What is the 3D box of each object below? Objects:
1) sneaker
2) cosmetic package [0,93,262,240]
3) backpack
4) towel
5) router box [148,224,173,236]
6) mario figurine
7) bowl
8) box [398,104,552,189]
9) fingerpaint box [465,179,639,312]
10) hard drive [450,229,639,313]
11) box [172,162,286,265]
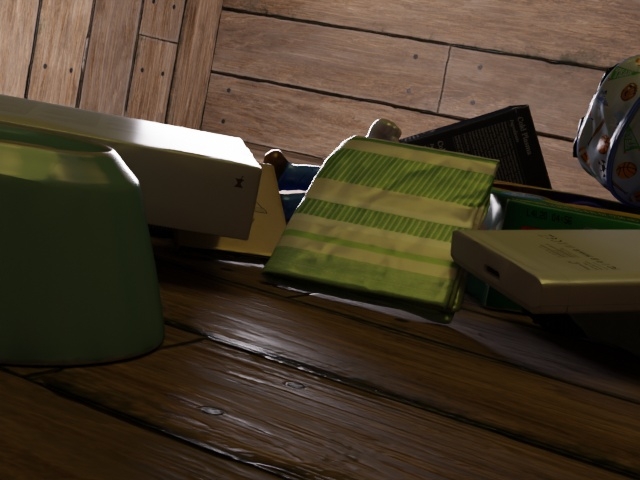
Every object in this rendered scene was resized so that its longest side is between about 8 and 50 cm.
[{"bbox_3d":[0.350,0.084,1.353,0.237,0.085,0.086,22,23,29],"label":"sneaker"},{"bbox_3d":[-0.274,-0.099,1.295,0.377,0.097,0.284,10,8,-10],"label":"cosmetic package"},{"bbox_3d":[0.527,-0.153,1.592,0.264,0.276,0.213,5,23,-17],"label":"backpack"},{"bbox_3d":[0.093,-0.028,1.414,0.248,0.038,0.324,12,42,13],"label":"towel"},{"bbox_3d":[-0.282,-0.074,1.647,0.243,0.081,0.309,8,8,-20],"label":"router box"},{"bbox_3d":[0.053,-0.112,1.872,0.321,0.198,0.170,-1,8,9],"label":"mario figurine"},{"bbox_3d":[-0.279,-0.014,0.926,0.312,0.163,0.311,10,8,-1],"label":"bowl"},{"bbox_3d":[0.268,-0.140,2.105,0.313,0.178,0.343,-17,5,7],"label":"box"},{"bbox_3d":[0.419,0.019,1.643,0.445,0.163,0.371,10,8,-10],"label":"fingerpaint box"},{"bbox_3d":[0.363,0.032,1.265,0.353,0.047,0.233,-1,14,-17],"label":"hard drive"},{"bbox_3d":[-0.131,-0.046,1.493,0.165,0.021,0.201,7,42,-21],"label":"box"}]
